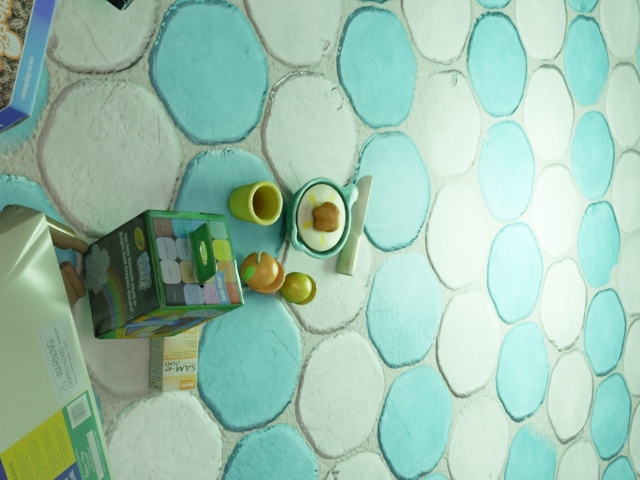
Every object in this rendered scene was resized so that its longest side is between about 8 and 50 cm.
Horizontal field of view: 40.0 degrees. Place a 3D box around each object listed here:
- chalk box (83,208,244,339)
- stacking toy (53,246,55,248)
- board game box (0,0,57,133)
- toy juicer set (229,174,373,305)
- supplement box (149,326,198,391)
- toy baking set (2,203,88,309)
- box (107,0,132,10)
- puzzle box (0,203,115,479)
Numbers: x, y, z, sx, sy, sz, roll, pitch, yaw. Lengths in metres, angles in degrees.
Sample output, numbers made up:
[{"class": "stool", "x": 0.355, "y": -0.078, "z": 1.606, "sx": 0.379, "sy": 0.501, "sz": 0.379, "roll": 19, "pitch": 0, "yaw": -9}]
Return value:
[{"class": "chalk box", "x": -0.194, "y": 0.041, "z": 1.149, "sx": 0.132, "sy": 0.213, "sz": 0.132, "roll": 3, "pitch": 70, "yaw": -45}, {"class": "stacking toy", "x": -0.413, "y": 0.070, "z": 1.009, "sx": 0.280, "sy": 0.130, "sz": 0.308, "roll": 17, "pitch": 80, "yaw": -44}, {"class": "board game box", "x": -0.443, "y": -0.267, "z": 0.918, "sx": 0.291, "sy": 0.141, "sz": 0.232, "roll": 27, "pitch": 57, "yaw": -43}, {"class": "toy juicer set", "x": 0.000, "y": 0.000, "z": 1.449, "sx": 0.329, "sy": 0.090, "sz": 0.209, "roll": -8, "pitch": 97, "yaw": -45}, {"class": "supplement box", "x": -0.213, "y": 0.168, "z": 1.279, "sx": 0.062, "sy": 0.036, "sz": 0.098, "roll": 1, "pitch": 91, "yaw": -44}, {"class": "toy baking set", "x": -0.354, "y": 0.058, "z": 1.046, "sx": 0.256, "sy": 0.030, "sz": 0.196, "roll": 51, "pitch": 47, "yaw": -63}, {"class": "box", "x": -0.200, "y": -0.486, "z": 1.067, "sx": 0.183, "sy": 0.294, "sz": 0.296, "roll": 34, "pitch": 66, "yaw": -20}, {"class": "puzzle box", "x": -0.375, "y": 0.197, "z": 0.958, "sx": 0.272, "sy": 0.052, "sz": 0.408, "roll": -38, "pitch": 133, "yaw": -44}]
